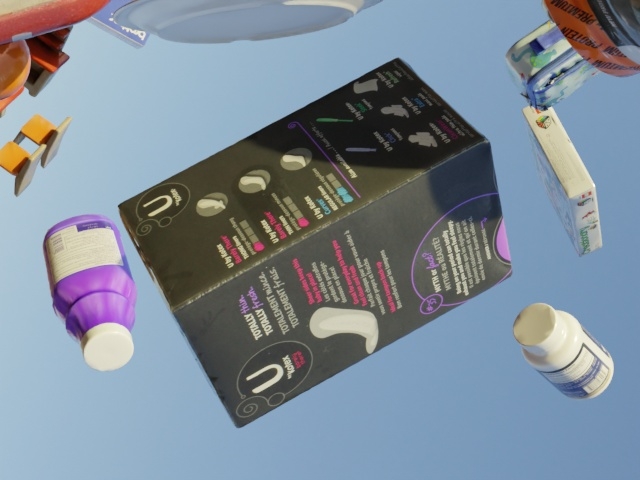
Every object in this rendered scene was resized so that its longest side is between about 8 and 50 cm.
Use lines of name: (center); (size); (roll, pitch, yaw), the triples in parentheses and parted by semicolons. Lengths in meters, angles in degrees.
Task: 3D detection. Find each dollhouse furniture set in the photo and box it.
dollhouse furniture set: (-0.486, -0.240, 1.586); (0.135, 0.262, 0.259); (-48, -171, 44)

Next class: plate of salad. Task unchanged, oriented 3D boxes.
plate of salad: (-0.048, -0.176, 0.756); (0.200, 0.200, 0.048); (-1, -84, 58)

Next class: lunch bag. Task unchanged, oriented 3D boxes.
lunch bag: (0.391, -0.300, 1.627); (0.219, 0.176, 0.090); (-35, -106, 6)

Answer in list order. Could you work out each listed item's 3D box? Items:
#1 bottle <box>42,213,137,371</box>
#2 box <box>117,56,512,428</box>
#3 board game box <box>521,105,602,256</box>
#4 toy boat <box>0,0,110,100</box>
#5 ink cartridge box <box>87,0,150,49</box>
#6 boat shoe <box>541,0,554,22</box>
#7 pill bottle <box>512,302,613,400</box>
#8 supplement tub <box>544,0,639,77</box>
bottle: (-0.317, 0.070, 1.482); (0.118, 0.092, 0.283); (-17, -143, -11)
box: (0.000, 0.000, 0.869); (0.270, 0.165, 0.143); (-28, -135, -9)
board game box: (0.446, -0.108, 1.943); (0.053, 0.305, 0.193); (-25, -116, 7)
toy boat: (-0.239, -0.154, 0.708); (0.231, 0.151, 0.151); (-19, -127, -10)
ink cartridge box: (-0.339, -0.380, 1.589); (0.097, 0.207, 0.046); (-65, -159, -6)
boat shoe: (0.296, -0.249, 1.109); (0.045, 0.135, 0.050); (-112, -154, -63)
pill bottle: (0.350, 0.159, 1.546); (0.094, 0.169, 0.094); (-24, -134, 28)
supplement tub: (0.326, -0.246, 0.727); (0.338, 0.207, 0.207); (-22, -137, 47)
